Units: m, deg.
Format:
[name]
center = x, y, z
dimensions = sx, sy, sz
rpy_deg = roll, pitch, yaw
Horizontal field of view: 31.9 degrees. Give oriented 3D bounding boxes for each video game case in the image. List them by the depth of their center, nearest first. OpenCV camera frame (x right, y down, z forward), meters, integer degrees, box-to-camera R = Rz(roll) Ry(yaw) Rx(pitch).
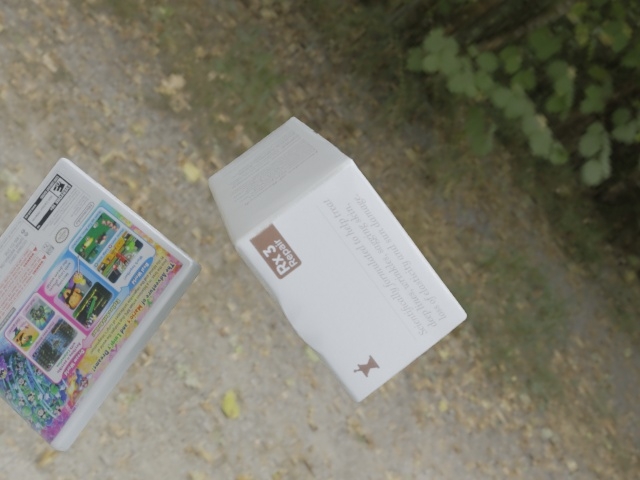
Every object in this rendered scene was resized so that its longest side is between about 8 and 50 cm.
[video game case]
center = -0.179, 0.041, 0.780
dimensions = 0.143, 0.157, 0.019
rpy_deg = 36, -1, 25

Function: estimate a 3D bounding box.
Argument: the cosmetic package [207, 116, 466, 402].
[cosmetic package]
center = 0.000, 0.000, 0.698
dimensions = 0.117, 0.085, 0.231
rpy_deg = 53, -2, -16
